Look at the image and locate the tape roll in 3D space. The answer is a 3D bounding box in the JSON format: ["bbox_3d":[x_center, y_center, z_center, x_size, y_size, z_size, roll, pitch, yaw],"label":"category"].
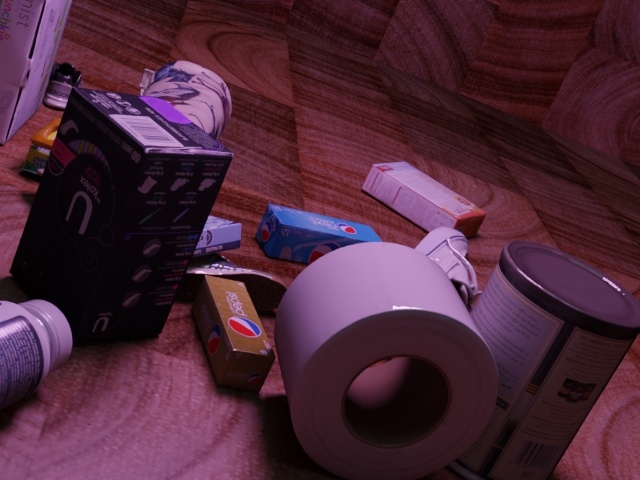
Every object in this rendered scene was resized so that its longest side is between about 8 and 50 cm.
[{"bbox_3d":[0.073,0.146,1.194,0.246,0.246,0.169,17,22,-17],"label":"tape roll"}]

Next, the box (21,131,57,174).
[{"bbox_3d":[-0.411,-0.135,1.615,0.105,0.043,0.179,21,23,-7],"label":"box"}]

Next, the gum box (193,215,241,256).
[{"bbox_3d":[-0.234,-0.015,1.423,0.184,0.041,0.157,16,17,39],"label":"gum box"}]

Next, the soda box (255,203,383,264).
[{"bbox_3d":[0.000,0.000,1.699,0.210,0.067,0.071,11,25,-30],"label":"soda box"}]

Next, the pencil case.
[{"bbox_3d":[-0.273,-0.203,1.762,0.184,0.159,0.410,12,22,-2],"label":"pencil case"}]

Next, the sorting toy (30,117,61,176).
[{"bbox_3d":[-0.294,-0.107,1.476,0.196,0.047,0.348,-37,47,-27],"label":"sorting toy"}]

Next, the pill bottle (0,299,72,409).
[{"bbox_3d":[-0.339,0.120,1.004,0.108,0.108,0.180,31,22,17],"label":"pill bottle"}]

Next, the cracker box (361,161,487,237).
[{"bbox_3d":[0.224,-0.086,2.139,0.232,0.067,0.156,35,23,24],"label":"cracker box"}]

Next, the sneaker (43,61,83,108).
[{"bbox_3d":[-0.483,-0.307,1.896,0.063,0.074,0.170,20,21,-11],"label":"sneaker"}]

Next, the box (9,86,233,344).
[{"bbox_3d":[-0.250,-0.030,1.223,0.165,0.270,0.143,39,25,33],"label":"box"}]

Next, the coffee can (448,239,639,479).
[{"bbox_3d":[0.272,0.167,1.311,0.202,0.275,0.201,21,22,-9],"label":"coffee can"}]

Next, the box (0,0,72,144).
[{"bbox_3d":[-0.514,-0.324,1.648,0.127,0.262,0.231,21,22,-8],"label":"box"}]

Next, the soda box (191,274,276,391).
[{"bbox_3d":[-0.118,0.119,1.308,0.061,0.058,0.181,14,23,-26],"label":"soda box"}]

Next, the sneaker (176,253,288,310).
[{"bbox_3d":[-0.142,0.046,1.441,0.192,0.064,0.086,9,31,-27],"label":"sneaker"}]

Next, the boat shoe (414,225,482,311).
[{"bbox_3d":[0.198,0.086,1.620,0.156,0.135,0.367,31,25,17],"label":"boat shoe"}]
